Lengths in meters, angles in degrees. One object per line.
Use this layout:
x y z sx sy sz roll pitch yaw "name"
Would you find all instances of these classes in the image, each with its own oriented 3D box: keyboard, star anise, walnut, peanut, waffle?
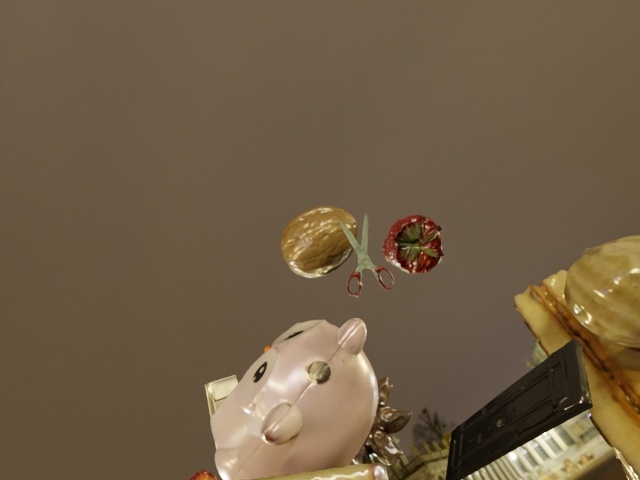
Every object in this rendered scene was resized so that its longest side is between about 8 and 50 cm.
0.171 0.168 0.377 0.061 0.013 0.204 -61 -6 -48 "keyboard"
0.111 0.543 1.180 0.315 0.315 0.108 -31 -54 -4 "star anise"
-0.001 -0.002 1.587 0.313 0.251 0.277 -29 -14 2 "walnut"
0.458 0.060 0.499 0.326 0.153 0.140 -2 -61 -12 "peanut"
0.433 0.240 0.569 0.114 0.376 0.261 -36 -57 19 "waffle"

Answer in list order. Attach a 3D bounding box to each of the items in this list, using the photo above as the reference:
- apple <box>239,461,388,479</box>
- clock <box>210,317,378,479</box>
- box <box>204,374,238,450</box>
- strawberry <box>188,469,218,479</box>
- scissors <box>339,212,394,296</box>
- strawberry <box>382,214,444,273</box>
-0.063 0.367 0.465 0.314 0.252 0.309 -47 -23 -27 "apple"
-0.030 0.323 0.794 0.368 0.251 0.376 -43 -12 -34 "clock"
-0.248 0.472 1.088 0.029 0.198 0.109 -20 -15 22 "box"
-0.421 0.892 1.432 0.086 0.145 0.145 -34 -36 26 "strawberry"
0.127 0.044 1.207 0.145 0.017 0.247 -14 -76 7 "scissors"
0.404 0.017 1.801 0.261 0.261 0.257 -36 0 3 "strawberry"
